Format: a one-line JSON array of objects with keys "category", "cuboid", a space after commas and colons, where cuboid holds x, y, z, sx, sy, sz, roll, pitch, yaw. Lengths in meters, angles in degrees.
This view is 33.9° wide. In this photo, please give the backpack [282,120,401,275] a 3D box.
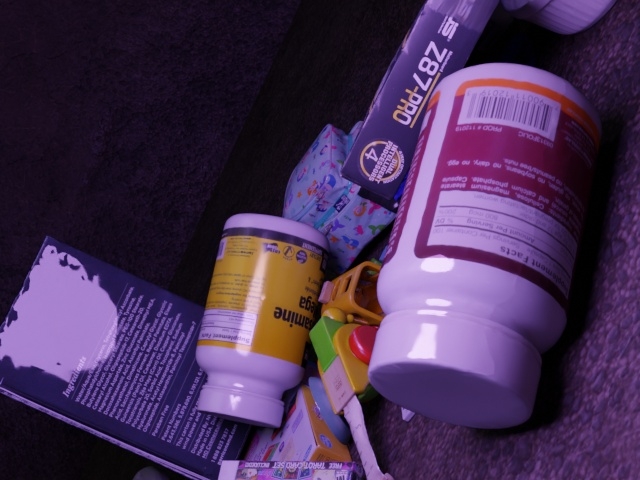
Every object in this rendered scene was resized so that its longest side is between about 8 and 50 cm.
[{"category": "backpack", "cuboid": [0.037, -0.071, 1.933, 0.225, 0.191, 0.253, -86, 22, -50]}]

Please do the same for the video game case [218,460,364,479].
[{"category": "video game case", "cuboid": [-0.061, 0.422, 1.507, 0.232, 0.042, 0.210, -5, 58, 29]}]

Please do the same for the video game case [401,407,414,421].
[{"category": "video game case", "cuboid": [0.141, 0.191, 1.516, 0.087, 0.011, 0.122, -55, 19, 27]}]

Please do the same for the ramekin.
[{"category": "ramekin", "cuboid": [0.366, -0.399, 1.520, 0.207, 0.109, 0.207, -55, 20, 31]}]

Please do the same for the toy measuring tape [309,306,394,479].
[{"category": "toy measuring tape", "cuboid": [0.075, 0.232, 1.561, 0.121, 0.121, 0.330, -53, 42, 33]}]

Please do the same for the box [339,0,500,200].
[{"category": "box", "cuboid": [0.156, -0.260, 1.556, 0.318, 0.097, 0.395, -64, 0, 19]}]

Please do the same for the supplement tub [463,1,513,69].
[{"category": "supplement tub", "cuboid": [0.236, -0.344, 1.819, 0.190, 0.117, 0.117, -52, 20, 36]}]

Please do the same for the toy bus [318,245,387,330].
[{"category": "toy bus", "cuboid": [0.051, 0.104, 1.750, 0.202, 0.104, 0.191, -59, 17, 18]}]

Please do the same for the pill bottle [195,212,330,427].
[{"category": "pill bottle", "cuboid": [-0.103, 0.137, 1.768, 0.188, 0.188, 0.334, 159, 125, -67]}]

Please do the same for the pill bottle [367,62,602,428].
[{"category": "pill bottle", "cuboid": [0.195, 0.007, 1.248, 0.224, 0.224, 0.392, -35, 33, 59]}]

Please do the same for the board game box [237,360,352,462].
[{"category": "board game box", "cuboid": [-0.056, 0.368, 1.763, 0.242, 0.064, 0.316, -60, 17, 15]}]

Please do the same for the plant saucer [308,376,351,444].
[{"category": "plant saucer", "cuboid": [0.020, 0.261, 1.634, 0.021, 0.119, 0.119, -29, 25, 8]}]

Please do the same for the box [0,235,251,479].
[{"category": "box", "cuboid": [-0.368, 0.253, 2.034, 0.480, 0.471, 0.297, 139, 155, -74]}]

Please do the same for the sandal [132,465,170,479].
[{"category": "sandal", "cuboid": [-0.342, 0.673, 2.131, 0.169, 0.102, 0.416, 6, 85, 55]}]

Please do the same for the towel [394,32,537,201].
[{"category": "towel", "cuboid": [0.223, -0.185, 1.701, 0.308, 0.076, 0.228, -35, 34, 59]}]
